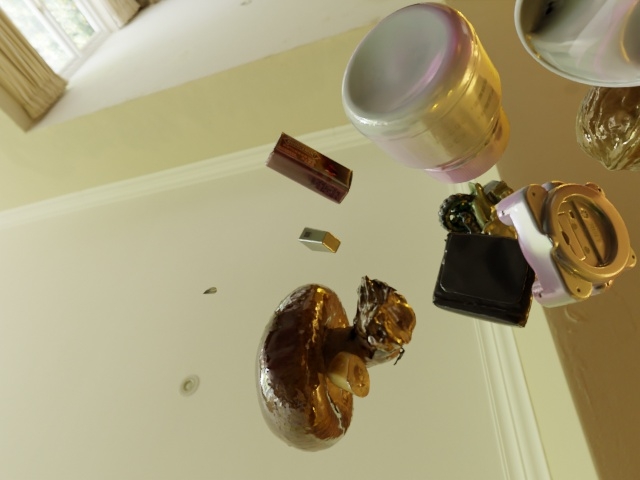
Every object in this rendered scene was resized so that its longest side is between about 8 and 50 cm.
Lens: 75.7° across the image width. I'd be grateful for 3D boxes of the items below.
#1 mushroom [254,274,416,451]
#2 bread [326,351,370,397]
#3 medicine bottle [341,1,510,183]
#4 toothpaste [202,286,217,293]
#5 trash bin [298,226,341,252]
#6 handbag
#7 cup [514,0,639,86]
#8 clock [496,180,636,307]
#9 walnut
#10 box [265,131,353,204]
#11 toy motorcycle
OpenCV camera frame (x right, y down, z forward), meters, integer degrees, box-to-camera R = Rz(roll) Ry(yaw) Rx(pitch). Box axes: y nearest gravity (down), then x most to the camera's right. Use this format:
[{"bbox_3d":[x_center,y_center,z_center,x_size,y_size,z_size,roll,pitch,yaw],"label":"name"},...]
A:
[{"bbox_3d":[0.027,0.237,0.873,0.356,0.334,0.331,-24,-146,2],"label":"mushroom"},{"bbox_3d":[0.055,0.230,0.712,0.062,0.049,0.103,-56,-162,-19],"label":"bread"},{"bbox_3d":[0.212,-0.251,0.775,0.241,0.302,0.241,-15,-114,36],"label":"medicine bottle"},{"bbox_3d":[-0.311,0.143,1.168,0.027,0.083,0.019,-28,-95,2],"label":"toothpaste"},{"bbox_3d":[0.000,0.000,1.020,0.092,0.061,0.043,8,-114,51],"label":"trash bin"},{"bbox_3d":[0.428,0.096,1.071,0.247,0.080,0.222,9,-103,41],"label":"handbag"},{"bbox_3d":[0.398,-0.380,0.482,0.212,0.212,0.317,22,-99,38],"label":"cup"},{"bbox_3d":[0.475,-0.007,0.779,0.248,0.090,0.227,-12,-104,-27],"label":"clock"},{"bbox_3d":[0.629,-0.241,0.807,0.228,0.228,0.228,-13,-134,14],"label":"walnut"},{"bbox_3d":[-0.027,-0.192,1.095,0.069,0.224,0.120,-54,-167,38],"label":"box"},{"bbox_3d":[0.544,-0.011,1.253,0.237,0.410,0.168,-42,-164,5],"label":"toy motorcycle"}]
